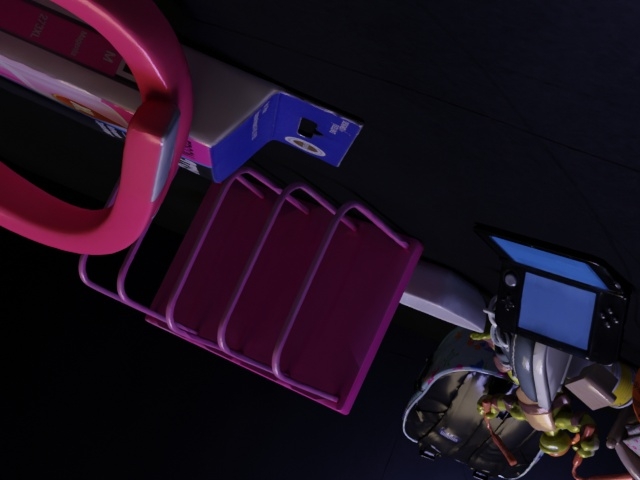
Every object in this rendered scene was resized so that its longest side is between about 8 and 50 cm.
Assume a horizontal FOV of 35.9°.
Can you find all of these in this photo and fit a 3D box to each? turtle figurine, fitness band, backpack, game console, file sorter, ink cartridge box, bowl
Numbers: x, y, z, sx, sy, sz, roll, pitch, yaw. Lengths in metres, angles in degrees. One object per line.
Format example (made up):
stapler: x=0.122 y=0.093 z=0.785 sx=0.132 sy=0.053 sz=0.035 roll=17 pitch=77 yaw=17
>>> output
turtle figurine: x=0.290 y=0.201 z=1.272 sx=0.269 sy=0.087 sz=0.217 roll=10 pitch=126 yaw=62
fitness band: x=-0.186 y=-0.089 z=0.613 sx=0.209 sy=0.054 sz=0.291 roll=27 pitch=149 yaw=-4
backpack: x=0.262 y=0.227 z=1.496 sx=0.225 sy=0.191 sz=0.253 roll=23 pitch=146 yaw=3
game console: x=0.188 y=0.046 z=0.828 sx=0.122 sy=0.107 sz=0.071 roll=19 pitch=-158 yaw=40
file sorter: x=-0.082 y=0.024 z=1.057 sx=0.291 sy=0.202 sz=0.182 roll=20 pitch=171 yaw=31
ink cartridge box: x=-0.157 y=-0.119 z=0.716 sx=0.371 sy=0.069 sz=0.176 roll=21 pitch=174 yaw=-3
bowl: x=0.138 y=0.061 z=1.246 sx=0.142 sy=0.053 sz=0.142 roll=20 pitch=174 yaw=37

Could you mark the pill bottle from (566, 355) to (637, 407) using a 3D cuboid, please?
pill bottle: x=0.383 y=0.185 z=1.360 sx=0.116 sy=0.065 sz=0.065 roll=28 pitch=173 yaw=-34

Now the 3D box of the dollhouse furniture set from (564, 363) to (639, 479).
dollhouse furniture set: x=0.443 y=0.273 z=1.028 sx=0.355 sy=0.174 sz=0.303 roll=41 pitch=151 yaw=-1

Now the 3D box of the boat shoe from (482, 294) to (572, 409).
boat shoe: x=0.216 y=0.106 z=1.044 sx=0.099 sy=0.116 sz=0.319 roll=18 pitch=178 yaw=17

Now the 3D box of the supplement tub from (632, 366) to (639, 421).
supplement tub: x=0.375 y=0.161 z=0.894 sx=0.190 sy=0.117 sz=0.117 roll=28 pitch=173 yaw=-33
